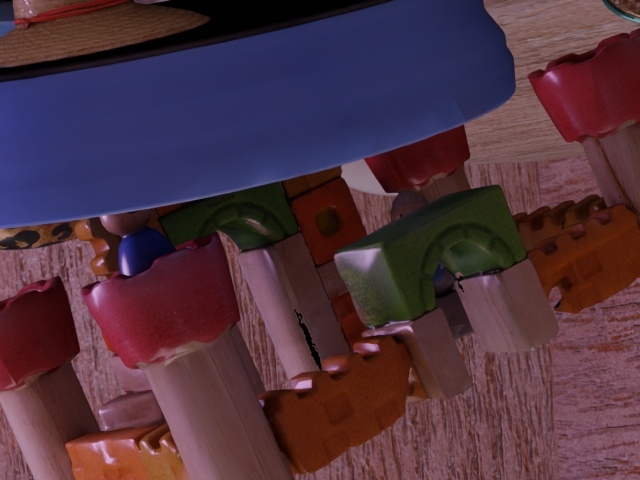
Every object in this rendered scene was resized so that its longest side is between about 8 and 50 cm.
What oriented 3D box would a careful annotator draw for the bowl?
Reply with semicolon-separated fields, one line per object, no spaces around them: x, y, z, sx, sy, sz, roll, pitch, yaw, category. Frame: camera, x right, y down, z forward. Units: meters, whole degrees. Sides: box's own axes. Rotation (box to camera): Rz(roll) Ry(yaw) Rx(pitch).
-0.084;-0.092;1.097;0.391;0.077;0.391;-11;-168;2;bowl

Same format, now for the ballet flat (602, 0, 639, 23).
0.263;-0.169;1.136;0.206;0.073;0.067;-7;154;-28;ballet flat

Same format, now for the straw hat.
-0.133;-0.133;0.997;0.144;0.061;0.144;-10;-169;2;straw hat

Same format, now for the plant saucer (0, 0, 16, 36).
-0.262;-0.147;1.283;0.192;0.018;0.067;-3;180;5;plant saucer

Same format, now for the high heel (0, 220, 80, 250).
-0.229;-0.076;1.461;0.261;0.093;0.186;18;141;-37;high heel

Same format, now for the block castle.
0.000;0.000;1.260;0.453;0.213;0.303;-27;-173;-33;block castle

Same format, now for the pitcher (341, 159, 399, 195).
0.028;-0.119;1.875;0.207;0.125;0.178;7;166;11;pitcher
